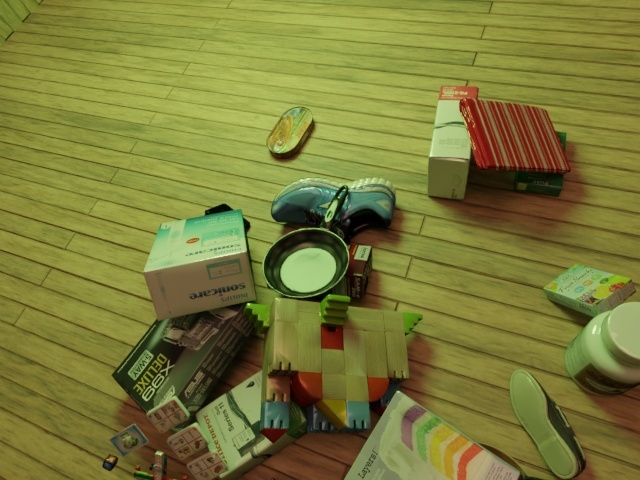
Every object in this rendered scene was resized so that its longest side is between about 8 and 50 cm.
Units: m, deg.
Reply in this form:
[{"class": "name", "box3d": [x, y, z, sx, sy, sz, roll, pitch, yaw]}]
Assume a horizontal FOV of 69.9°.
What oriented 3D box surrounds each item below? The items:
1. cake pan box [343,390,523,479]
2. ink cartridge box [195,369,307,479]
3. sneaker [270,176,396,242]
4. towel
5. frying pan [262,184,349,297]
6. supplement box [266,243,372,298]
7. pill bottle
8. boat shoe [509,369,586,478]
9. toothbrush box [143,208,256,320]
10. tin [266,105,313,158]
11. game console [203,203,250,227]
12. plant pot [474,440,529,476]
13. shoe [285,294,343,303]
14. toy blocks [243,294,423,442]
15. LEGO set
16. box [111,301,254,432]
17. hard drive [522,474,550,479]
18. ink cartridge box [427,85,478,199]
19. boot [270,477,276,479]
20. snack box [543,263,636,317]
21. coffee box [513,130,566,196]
[{"class": "cake pan box", "box3d": [0.172, 0.444, 0.798, 0.245, 0.070, 0.267, 28, 78, 35]}, {"class": "ink cartridge box", "box3d": [-0.141, 0.386, 0.984, 0.208, 0.087, 0.153, -33, 59, -5]}, {"class": "sneaker", "box3d": [0.029, -0.074, 1.182, 0.329, 0.130, 0.147, -4, 58, 10]}, {"class": "towel", "box3d": [0.467, -0.249, 1.105, 0.274, 0.031, 0.199, -1, 68, -23]}, {"class": "frying pan", "box3d": [-0.029, 0.004, 1.069, 0.197, 0.053, 0.326, -4, 48, 8]}, {"class": "supplement box", "box3d": [-0.002, 0.065, 1.114, 0.239, 0.073, 0.130, 4, 33, 14]}, {"class": "pill bottle", "box3d": [0.551, 0.203, 0.849, 0.131, 0.229, 0.131, -6, 60, 10]}, {"class": "boat shoe", "box3d": [0.444, 0.354, 0.900, 0.064, 0.075, 0.206, 10, 46, -32]}, {"class": "toothbrush box", "box3d": [-0.275, 0.044, 1.083, 0.216, 0.126, 0.295, -11, 24, -7]}, {"class": "tin", "box3d": [-0.091, -0.332, 1.408, 0.106, 0.040, 0.190, 19, 67, 26]}, {"class": "game console", "box3d": [-0.276, -0.035, 1.296, 0.122, 0.071, 0.107, 36, 44, 26]}, {"class": "plant pot", "box3d": [0.289, 0.503, 0.854, 0.236, 0.032, 0.237, -5, 61, 10]}, {"class": "shoe", "box3d": [-0.024, 0.154, 1.101, 0.177, 0.063, 0.081, -30, 65, 0]}, {"class": "toy blocks", "box3d": [0.032, 0.270, 0.931, 0.381, 0.191, 0.261, 9, 59, -17]}, {"class": "LEGO set", "box3d": [-0.321, 0.431, 0.929, 0.244, 0.060, 0.183, -34, 96, 15]}, {"class": "box", "box3d": [-0.310, 0.246, 1.063, 0.242, 0.076, 0.308, 17, 64, 44]}, {"class": "hard drive", "box3d": [0.457, 0.537, 0.755, 0.338, 0.064, 0.237, 6, 64, 6]}, {"class": "ink cartridge box", "box3d": [0.341, -0.251, 1.185, 0.100, 0.172, 0.237, 7, 63, 16]}, {"class": "boot", "box3d": [-0.182, 0.582, 0.879, 0.264, 0.096, 0.280, 34, 72, 27]}, {"class": "snack box", "box3d": [0.562, 0.104, 0.967, 0.100, 0.037, 0.141, -32, 16, -7]}, {"class": "coffee box", "box3d": [0.568, -0.204, 1.185, 0.113, 0.040, 0.184, 9, 63, 16]}]
